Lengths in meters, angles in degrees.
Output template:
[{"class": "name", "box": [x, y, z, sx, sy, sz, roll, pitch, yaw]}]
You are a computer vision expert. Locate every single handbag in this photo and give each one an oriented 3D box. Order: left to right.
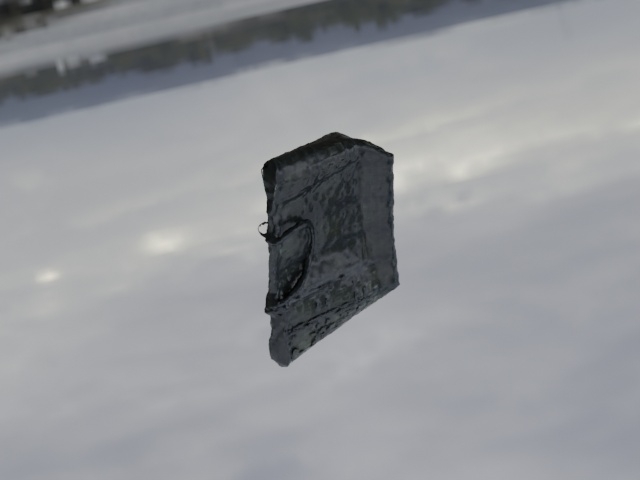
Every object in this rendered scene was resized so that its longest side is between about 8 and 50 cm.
[{"class": "handbag", "box": [0.000, 0.000, 1.926, 0.088, 0.270, 0.175, 25, -138, 36]}]
